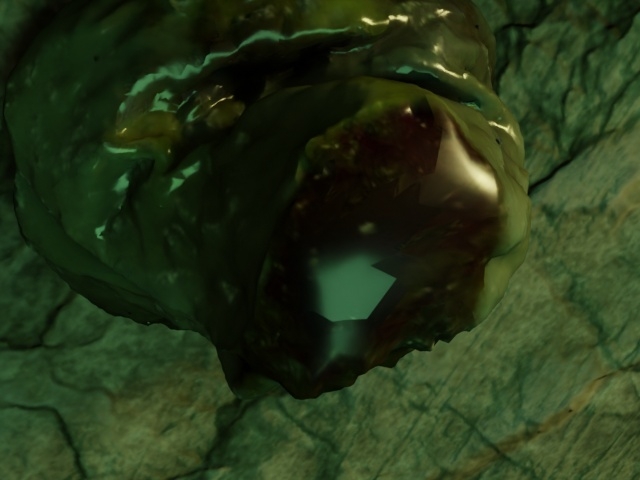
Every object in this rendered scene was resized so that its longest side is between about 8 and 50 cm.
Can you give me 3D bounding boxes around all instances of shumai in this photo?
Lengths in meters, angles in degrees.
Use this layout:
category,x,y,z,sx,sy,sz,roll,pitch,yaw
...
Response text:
category,x,y,z,sx,sy,sz,roll,pitch,yaw
shumai,0.000,0.000,0.809,0.309,0.263,0.304,-23,132,-7
